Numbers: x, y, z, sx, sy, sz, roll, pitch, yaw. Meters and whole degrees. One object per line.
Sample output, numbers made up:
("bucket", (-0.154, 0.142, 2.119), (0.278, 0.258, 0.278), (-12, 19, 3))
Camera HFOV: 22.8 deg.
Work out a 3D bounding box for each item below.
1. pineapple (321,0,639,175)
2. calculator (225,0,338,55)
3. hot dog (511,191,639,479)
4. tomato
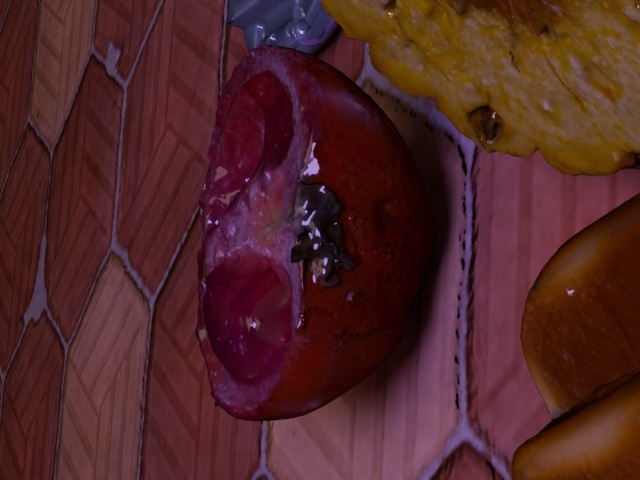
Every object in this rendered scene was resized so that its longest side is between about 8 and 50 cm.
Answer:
("pineapple", (0.130, -0.112, 0.588), (0.250, 0.140, 0.164), (-19, 23, 48))
("calculator", (-0.013, -0.231, 1.004), (0.141, 0.045, 0.246), (159, 117, -64))
("hot dog", (0.159, 0.015, 0.449), (0.337, 0.100, 0.135), (135, 146, -54))
("tomato", (0.000, 0.000, 0.823), (0.173, 0.099, 0.189), (175, 100, -69))
